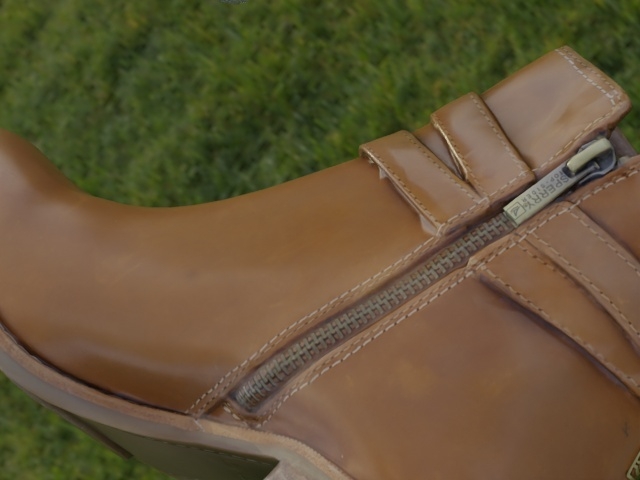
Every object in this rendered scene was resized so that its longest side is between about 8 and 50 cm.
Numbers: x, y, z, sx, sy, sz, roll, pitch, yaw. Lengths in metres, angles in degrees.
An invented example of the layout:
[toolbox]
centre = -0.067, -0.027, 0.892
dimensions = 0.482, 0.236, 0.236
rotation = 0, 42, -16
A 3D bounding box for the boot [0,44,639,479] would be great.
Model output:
[boot]
centre = 0.000, 0.000, 0.550
dimensions = 0.220, 0.109, 0.283
rotation = -43, 54, -1

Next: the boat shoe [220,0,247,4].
[boat shoe]
centre = -0.053, -0.168, 0.644
dimensions = 0.105, 0.113, 0.306
rotation = -54, 2, 8
